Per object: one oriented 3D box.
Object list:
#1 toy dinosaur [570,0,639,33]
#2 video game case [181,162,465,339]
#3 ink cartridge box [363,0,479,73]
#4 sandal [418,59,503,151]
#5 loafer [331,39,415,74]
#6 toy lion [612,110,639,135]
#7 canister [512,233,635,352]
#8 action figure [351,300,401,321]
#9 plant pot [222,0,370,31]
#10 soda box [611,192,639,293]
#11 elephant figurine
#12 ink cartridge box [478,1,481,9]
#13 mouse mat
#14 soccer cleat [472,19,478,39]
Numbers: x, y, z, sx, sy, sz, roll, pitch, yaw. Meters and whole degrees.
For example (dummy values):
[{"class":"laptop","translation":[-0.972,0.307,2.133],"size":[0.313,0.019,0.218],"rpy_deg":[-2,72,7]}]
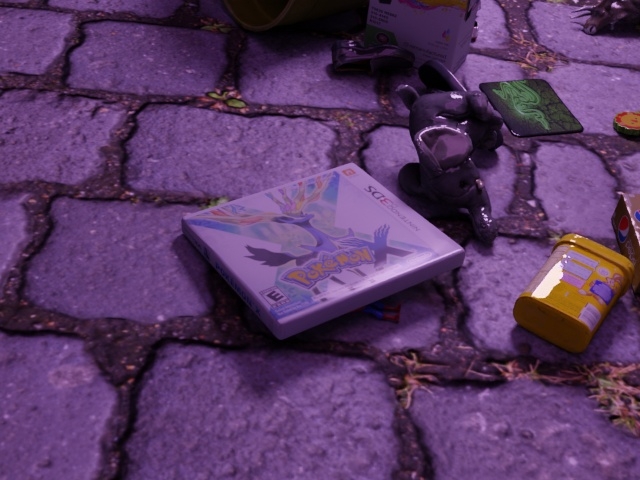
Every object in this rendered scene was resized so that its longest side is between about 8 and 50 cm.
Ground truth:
[{"class":"toy dinosaur","translation":[0.734,-0.556,2.060],"size":[0.313,0.121,0.160],"rpy_deg":[-34,69,-31]},{"class":"video game case","translation":[0.000,0.000,1.372],"size":[0.329,0.036,0.300],"rpy_deg":[-20,41,-27]},{"class":"ink cartridge box","translation":[0.211,-0.497,1.801],"size":[0.201,0.278,0.117],"rpy_deg":[22,43,17]},{"class":"sandal","translation":[0.247,-0.255,1.682],"size":[0.054,0.097,0.254],"rpy_deg":[-33,49,-2]},{"class":"loafer","translation":[0.105,-0.357,1.805],"size":[0.170,0.062,0.061],"rpy_deg":[3,64,1]},{"class":"toy lion","translation":[0.623,-0.229,1.748],"size":[0.096,0.034,0.100],"rpy_deg":[26,44,31]},{"class":"canister","translation":[0.375,0.077,1.336],"size":[0.126,0.073,0.170],"rpy_deg":[28,47,23]},{"class":"action figure","translation":[0.059,0.093,1.309],"size":[0.115,0.030,0.038],"rpy_deg":[7,44,4]},{"class":"plant pot","translation":[0.011,-0.632,1.906],"size":[0.353,0.366,0.366],"rpy_deg":[-10,43,-34]},{"class":"soda box","translation":[0.521,0.004,1.445],"size":[0.058,0.061,0.181],"rpy_deg":[5,42,-3]},{"class":"elephant figurine","translation":[0.209,-0.131,1.499],"size":[0.186,0.169,0.239],"rpy_deg":[-2,51,34]},{"class":"ink cartridge box","translation":[0.305,-0.516,2.012],"size":[0.063,0.029,0.115],"rpy_deg":[16,40,33]},{"class":"mouse mat","translation":[0.414,-0.265,1.774],"size":[0.153,0.007,0.189],"rpy_deg":[-7,43,-15]},{"class":"soccer cleat","translation":[0.335,-0.472,1.972],"size":[0.029,0.035,0.083],"rpy_deg":[8,42,2]}]
